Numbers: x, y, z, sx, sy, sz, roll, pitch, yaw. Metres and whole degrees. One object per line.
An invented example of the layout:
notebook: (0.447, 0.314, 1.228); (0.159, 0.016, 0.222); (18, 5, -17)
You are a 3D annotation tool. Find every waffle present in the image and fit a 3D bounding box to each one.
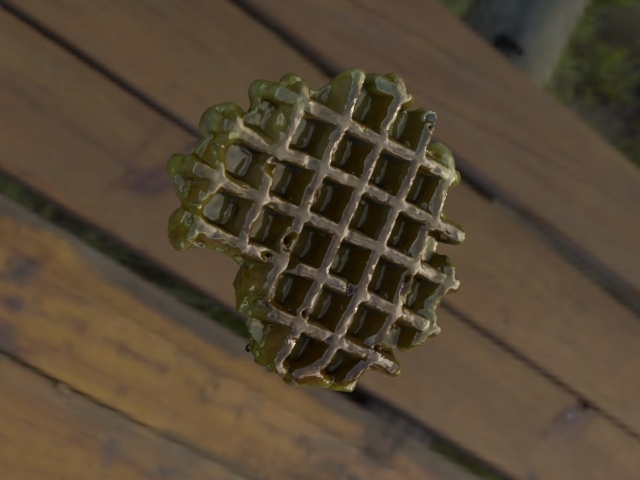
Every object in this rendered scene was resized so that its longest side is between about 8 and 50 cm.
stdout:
waffle: (0.001, 0.000, 1.426); (0.249, 0.056, 0.253); (-14, 111, -30)
